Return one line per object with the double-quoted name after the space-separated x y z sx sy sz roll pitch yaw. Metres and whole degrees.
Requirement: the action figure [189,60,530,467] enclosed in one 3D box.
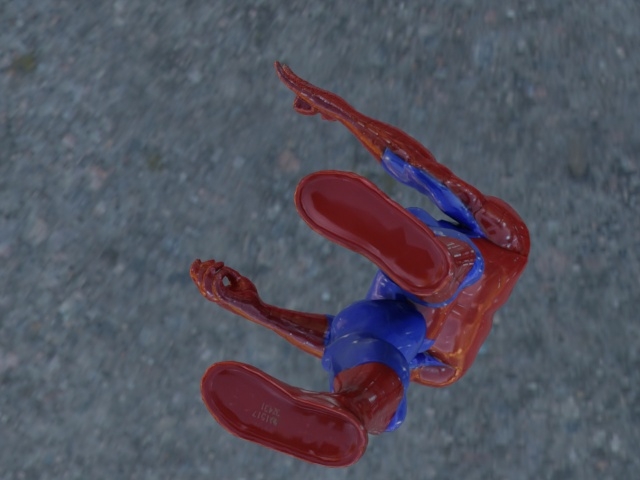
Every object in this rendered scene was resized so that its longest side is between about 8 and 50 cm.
0.000 0.000 0.574 0.139 0.280 0.091 30 97 13 "action figure"
